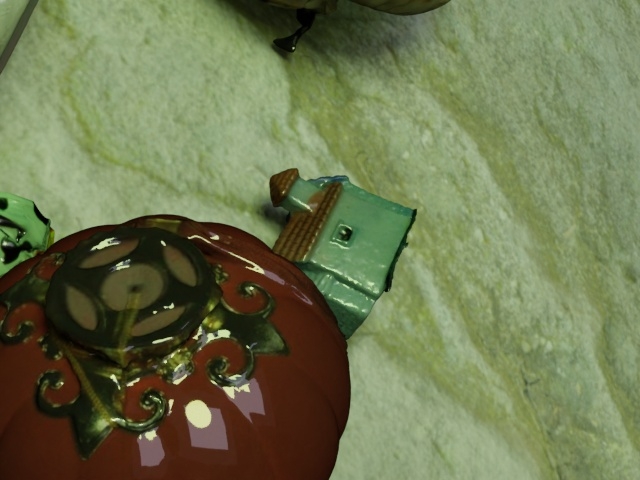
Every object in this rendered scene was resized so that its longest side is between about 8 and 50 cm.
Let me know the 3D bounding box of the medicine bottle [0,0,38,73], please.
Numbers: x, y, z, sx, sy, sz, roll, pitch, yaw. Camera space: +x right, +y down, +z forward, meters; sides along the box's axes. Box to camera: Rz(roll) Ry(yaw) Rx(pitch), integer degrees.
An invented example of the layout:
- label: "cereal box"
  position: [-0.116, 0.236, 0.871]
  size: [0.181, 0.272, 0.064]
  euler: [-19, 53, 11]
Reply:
- label: "medicine bottle"
  position: [-0.387, -0.244, 0.758]
  size: [0.325, 0.212, 0.212]
  euler: [25, 62, -18]

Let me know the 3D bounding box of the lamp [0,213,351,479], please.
- label: "lamp"
  position: [-0.128, 0.116, 0.739]
  size: [0.303, 0.257, 0.303]
  euler: [0, 45, 0]

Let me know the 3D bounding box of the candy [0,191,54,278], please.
- label: "candy"
  position: [-0.311, -0.073, 0.745]
  size: [0.083, 0.091, 0.305]
  euler: [-103, 167, -53]

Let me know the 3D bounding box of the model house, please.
- label: "model house"
  position: [0.000, 0.000, 0.955]
  size: [0.148, 0.119, 0.148]
  euler: [31, 61, -4]

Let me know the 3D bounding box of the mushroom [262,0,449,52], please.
- label: "mushroom"
  position: [-0.008, -0.349, 0.991]
  size: [0.362, 0.295, 0.362]
  euler: [24, 29, -14]
